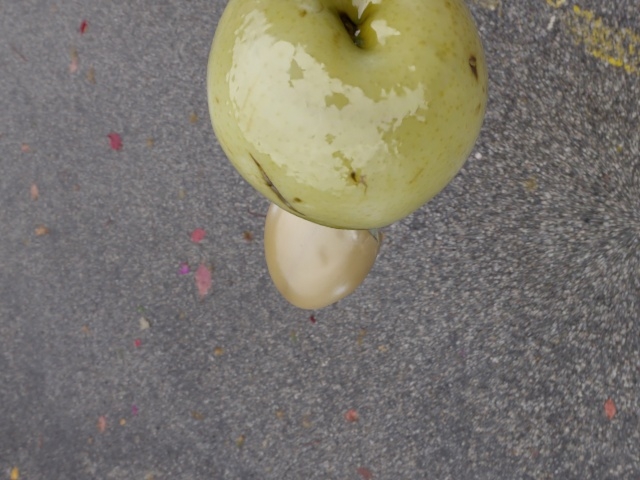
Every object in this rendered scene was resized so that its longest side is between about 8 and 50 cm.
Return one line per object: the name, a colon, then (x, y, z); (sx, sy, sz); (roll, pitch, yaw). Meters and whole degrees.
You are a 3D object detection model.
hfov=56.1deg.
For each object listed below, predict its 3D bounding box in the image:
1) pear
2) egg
pear: (0.027, -0.159, 0.658); (0.309, 0.309, 0.309); (1, 92, 29)
egg: (0.000, 0.000, 1.025); (0.201, 0.201, 0.244); (25, 103, 26)
